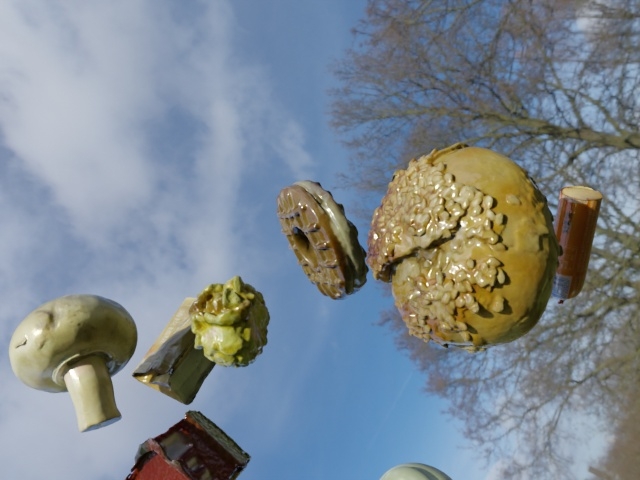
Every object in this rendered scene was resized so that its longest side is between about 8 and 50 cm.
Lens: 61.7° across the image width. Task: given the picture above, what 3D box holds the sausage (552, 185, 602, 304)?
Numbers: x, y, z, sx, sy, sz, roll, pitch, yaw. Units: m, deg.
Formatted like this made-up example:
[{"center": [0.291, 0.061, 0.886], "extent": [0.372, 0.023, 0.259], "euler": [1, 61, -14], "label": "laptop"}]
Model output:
[{"center": [0.466, 0.019, 0.999], "extent": [0.071, 0.071, 0.234], "euler": [-31, -52, -45], "label": "sausage"}]

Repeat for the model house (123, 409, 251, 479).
[{"center": [-0.289, 0.513, 1.239], "extent": [0.160, 0.196, 0.254], "euler": [-56, -13, 15], "label": "model house"}]

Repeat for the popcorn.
[{"center": [-0.249, 0.219, 1.452], "extent": [0.259, 0.212, 0.259], "euler": [-9, -90, -72], "label": "popcorn"}]

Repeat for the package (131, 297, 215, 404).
[{"center": [-0.432, 0.320, 1.699], "extent": [0.311, 0.221, 0.165], "euler": [-57, -17, -35], "label": "package"}]

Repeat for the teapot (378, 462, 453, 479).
[{"center": [0.209, 0.555, 1.005], "extent": [0.220, 0.318, 0.149], "euler": [-49, -52, -15], "label": "teapot"}]

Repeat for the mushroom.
[{"center": [-0.641, 0.308, 1.446], "extent": [0.315, 0.315, 0.356], "euler": [-38, -66, -40], "label": "mushroom"}]

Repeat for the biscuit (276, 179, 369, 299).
[{"center": [0.000, 0.000, 1.349], "extent": [0.103, 0.332, 0.332], "euler": [-28, -49, -19], "label": "biscuit"}]

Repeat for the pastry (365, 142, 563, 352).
[{"center": [0.193, 0.006, 0.799], "extent": [0.184, 0.284, 0.316], "euler": [7, -117, -43], "label": "pastry"}]
